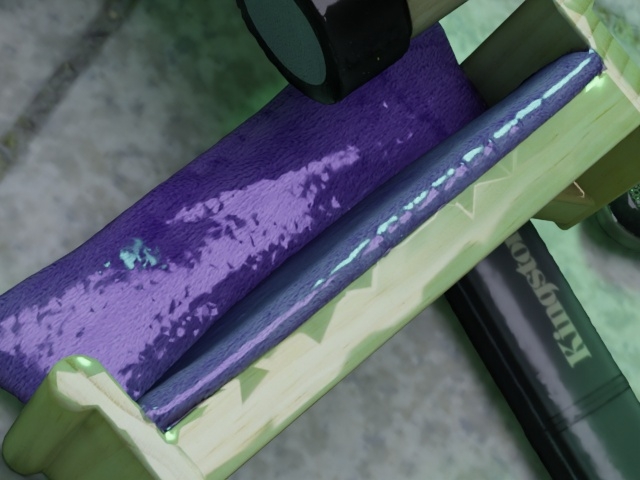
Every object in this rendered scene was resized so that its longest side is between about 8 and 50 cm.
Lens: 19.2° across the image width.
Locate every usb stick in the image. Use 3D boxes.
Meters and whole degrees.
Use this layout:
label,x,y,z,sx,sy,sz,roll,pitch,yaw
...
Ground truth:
label,x,y,z,sx,sy,sz,roll,pitch,yaw
usb stick,0.120,0.047,1.102,0.077,0.045,0.278,-26,83,-32

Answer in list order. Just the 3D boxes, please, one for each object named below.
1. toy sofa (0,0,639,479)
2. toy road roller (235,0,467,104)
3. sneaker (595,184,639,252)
label,x,y,z,sx,sy,sz,roll,pitch,yaw
toy sofa,0.000,0.000,0.967,0.362,0.150,0.177,-39,89,-25
toy road roller,-0.009,-0.255,0.969,0.202,0.240,0.329,-35,50,-16
sneaker,0.283,-0.042,1.175,0.227,0.130,0.087,3,66,-24
